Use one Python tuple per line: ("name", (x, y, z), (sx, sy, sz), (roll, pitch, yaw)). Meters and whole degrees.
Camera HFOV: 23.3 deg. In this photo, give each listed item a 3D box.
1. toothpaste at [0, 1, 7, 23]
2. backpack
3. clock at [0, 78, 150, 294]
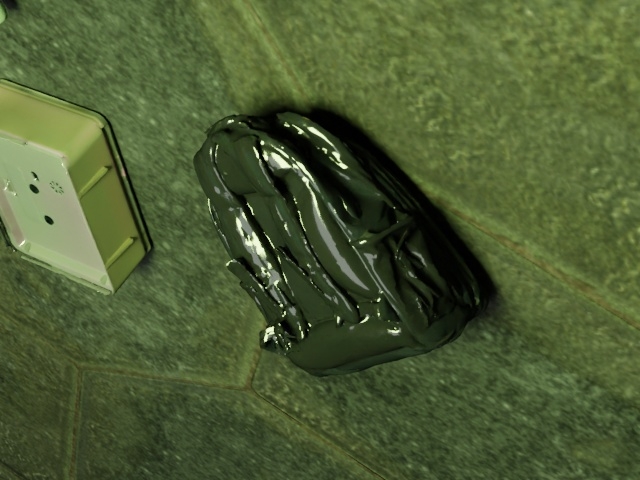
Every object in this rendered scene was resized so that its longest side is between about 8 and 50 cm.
("toothpaste", (-0.345, -0.289, 1.307), (0.067, 0.037, 0.255), (-2, 128, 55))
("backpack", (0.000, 0.000, 1.258), (0.206, 0.133, 0.258), (-17, 113, 51))
("clock", (-0.254, -0.049, 1.497), (0.147, 0.071, 0.192), (20, 145, 28))
